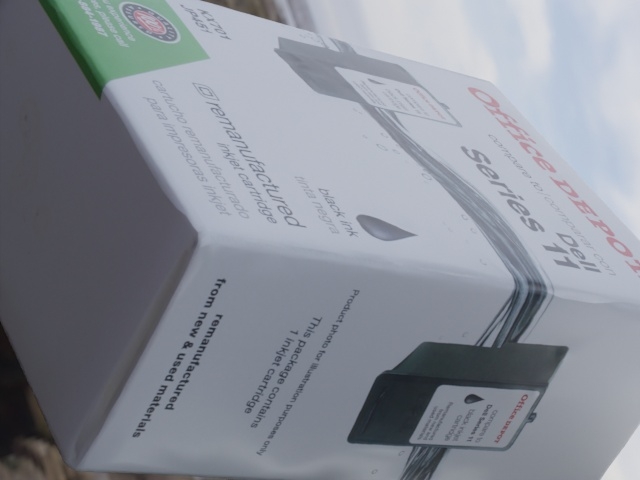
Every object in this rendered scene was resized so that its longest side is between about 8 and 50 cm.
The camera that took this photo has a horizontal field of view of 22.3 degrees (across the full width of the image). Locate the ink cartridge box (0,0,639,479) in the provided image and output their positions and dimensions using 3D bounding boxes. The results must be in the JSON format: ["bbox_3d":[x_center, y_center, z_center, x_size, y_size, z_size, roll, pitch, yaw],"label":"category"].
[{"bbox_3d":[0.000,0.000,0.530,0.208,0.087,0.153,10,31,-39],"label":"ink cartridge box"}]
